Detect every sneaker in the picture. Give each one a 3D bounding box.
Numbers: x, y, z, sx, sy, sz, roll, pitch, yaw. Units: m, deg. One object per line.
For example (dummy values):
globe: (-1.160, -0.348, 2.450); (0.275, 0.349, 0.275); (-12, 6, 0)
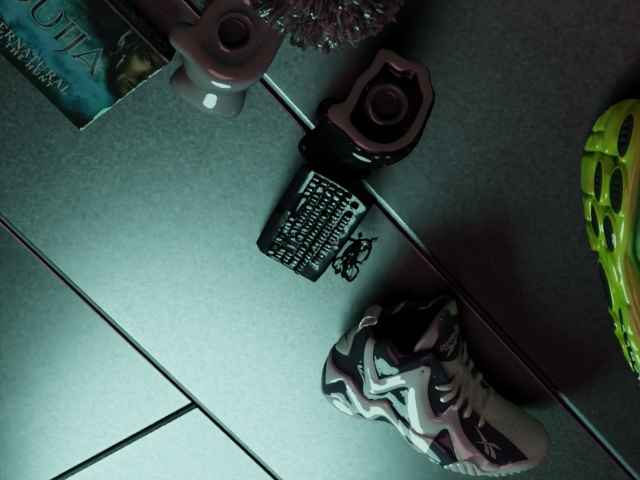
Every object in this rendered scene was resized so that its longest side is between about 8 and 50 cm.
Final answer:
sneaker: (0.127, 0.130, 1.534); (0.235, 0.094, 0.153); (28, 138, 5)
sneaker: (0.304, -0.001, 1.401); (0.123, 0.109, 0.296); (-19, 121, -4)

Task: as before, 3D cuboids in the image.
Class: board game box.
board game box: (-0.235, -0.196, 1.416); (0.126, 0.026, 0.186); (-32, 114, 33)

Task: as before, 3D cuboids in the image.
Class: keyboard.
keyboard: (0.000, 0.000, 1.456); (0.100, 0.038, 0.192); (25, 154, -4)

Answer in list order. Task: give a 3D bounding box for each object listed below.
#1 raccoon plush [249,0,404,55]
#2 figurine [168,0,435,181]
raccoon plush: (0.072, -0.223, 1.082); (0.299, 0.446, 0.216); (-2, 114, 32)
figurine: (-0.029, -0.120, 1.352); (0.214, 0.092, 0.209); (26, 167, -5)
